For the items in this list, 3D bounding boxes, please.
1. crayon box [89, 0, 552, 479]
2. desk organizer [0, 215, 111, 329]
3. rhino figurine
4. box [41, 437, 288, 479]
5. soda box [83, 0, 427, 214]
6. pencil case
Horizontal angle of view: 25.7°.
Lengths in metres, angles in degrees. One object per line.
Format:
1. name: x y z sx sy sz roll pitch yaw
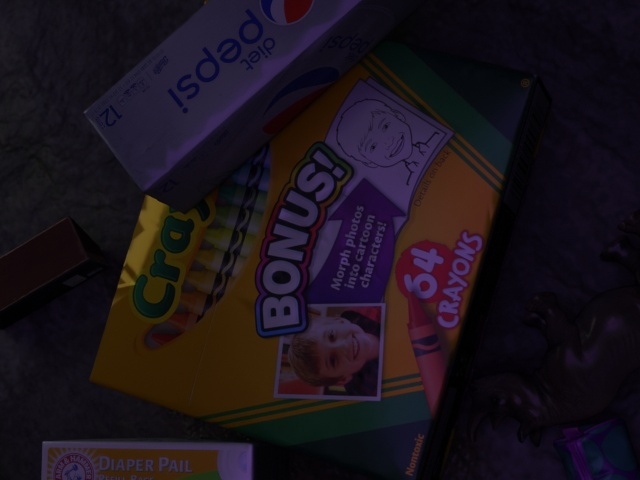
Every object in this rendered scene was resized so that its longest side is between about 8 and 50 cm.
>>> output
1. crayon box: 0.000 0.000 1.242 0.313 0.106 0.363 16 87 18
2. desk organizer: -0.274 0.032 1.351 0.130 0.047 0.050 -30 73 11
3. rhino figurine: 0.216 0.092 1.185 0.243 0.073 0.106 -42 71 9
4. box: -0.139 0.234 1.254 0.203 0.103 0.114 -2 82 16
5. soda box: -0.052 -0.154 1.180 0.286 0.091 0.098 -41 70 6
6. pencil case: 0.241 0.226 1.161 0.064 0.070 0.152 -25 73 37
